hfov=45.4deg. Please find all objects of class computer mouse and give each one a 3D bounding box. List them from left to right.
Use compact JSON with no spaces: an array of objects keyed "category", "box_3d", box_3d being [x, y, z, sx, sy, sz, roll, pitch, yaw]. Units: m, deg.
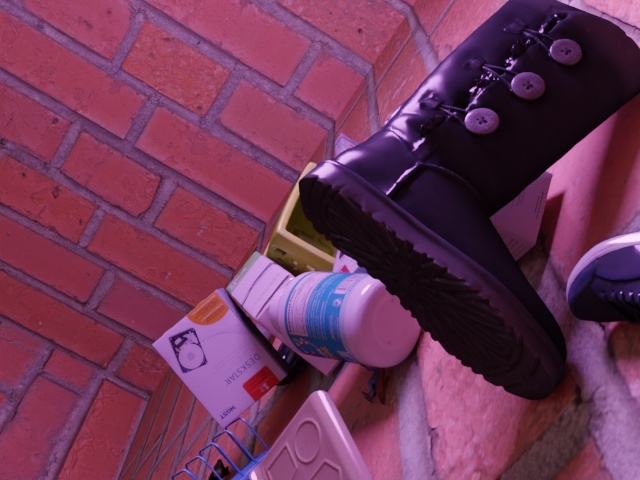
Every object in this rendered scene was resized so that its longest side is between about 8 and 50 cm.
[{"category":"computer mouse","box_3d":[-0.254,0.600,1.696,0.184,0.060,0.262,-62,-1,7]}]

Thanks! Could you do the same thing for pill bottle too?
[{"category":"pill bottle","box_3d":[0.028,0.125,1.273,0.264,0.146,0.146,0,57,51]}]

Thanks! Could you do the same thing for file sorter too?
[{"category":"file sorter","box_3d":[-0.202,0.460,1.560,0.170,0.104,0.118,-40,-3,-37]}]

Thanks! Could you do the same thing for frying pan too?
[{"category":"frying pan","box_3d":[-0.056,0.223,1.806,0.197,0.053,0.326,-53,12,21]}]

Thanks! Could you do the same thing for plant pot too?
[{"category":"plant pot","box_3d":[0.000,0.000,1.733,0.207,0.227,0.228,-52,12,53]}]

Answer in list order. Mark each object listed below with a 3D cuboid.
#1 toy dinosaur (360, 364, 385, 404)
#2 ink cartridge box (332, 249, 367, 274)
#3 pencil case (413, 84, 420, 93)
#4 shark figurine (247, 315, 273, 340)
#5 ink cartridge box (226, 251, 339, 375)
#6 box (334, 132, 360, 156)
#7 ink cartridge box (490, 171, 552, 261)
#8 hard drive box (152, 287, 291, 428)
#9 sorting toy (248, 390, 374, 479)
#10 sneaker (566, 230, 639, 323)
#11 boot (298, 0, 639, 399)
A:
[{"category":"toy dinosaur","box_3d":[0.098,0.224,1.246,0.090,0.047,0.082,18,65,44]},{"category":"ink cartridge box","box_3d":[0.121,0.006,1.455,0.197,0.114,0.272,-52,13,37]},{"category":"pencil case","box_3d":[0.212,-0.271,1.839,0.206,0.088,0.086,-53,11,33]},{"category":"shark figurine","box_3d":[-0.188,0.318,2.036,0.278,0.116,0.166,-55,-24,-21]},{"category":"ink cartridge box","box_3d":[-0.062,0.141,1.563,0.114,0.198,0.273,-51,19,-4]},{"category":"box","box_3d":[0.107,-0.209,1.978,0.038,0.145,0.186,-57,11,18]},{"category":"ink cartridge box","box_3d":[0.203,-0.053,1.061,0.128,0.176,0.127,121,174,-60]},{"category":"hard drive box","box_3d":[-0.205,0.245,1.615,0.181,0.232,0.089,-41,-2,1]},{"category":"sorting toy","box_3d":[-0.016,0.367,1.175,0.208,0.038,0.193,-52,41,19]},{"category":"sneaker","box_3d":[0.288,0.069,0.666,0.226,0.086,0.163,-40,20,56]},{"category":"boot","box_3d":[0.254,-0.083,0.925,0.445,0.367,0.146,-40,-15,-25]}]
